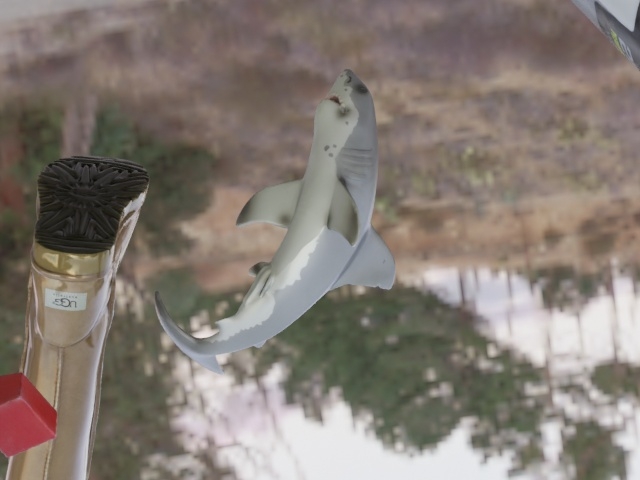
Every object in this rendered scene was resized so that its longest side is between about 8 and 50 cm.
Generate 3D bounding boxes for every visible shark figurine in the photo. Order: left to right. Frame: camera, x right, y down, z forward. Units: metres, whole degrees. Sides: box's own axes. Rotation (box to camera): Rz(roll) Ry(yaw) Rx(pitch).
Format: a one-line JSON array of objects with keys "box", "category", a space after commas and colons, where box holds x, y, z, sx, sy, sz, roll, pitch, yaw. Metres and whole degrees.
[{"box": [-0.007, 0.028, 1.322, 0.116, 0.278, 0.166, 22, -158, -34], "category": "shark figurine"}]

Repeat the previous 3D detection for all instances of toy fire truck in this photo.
[{"box": [-0.267, 0.172, 1.125, 0.192, 0.047, 0.135, -21, -139, 15], "category": "toy fire truck"}]

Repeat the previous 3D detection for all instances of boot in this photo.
[{"box": [-0.213, 0.086, 1.448, 0.089, 0.269, 0.236, 11, -156, 2], "category": "boot"}]

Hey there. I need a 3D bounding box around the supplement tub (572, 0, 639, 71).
[{"box": [0.296, -0.125, 0.980, 0.207, 0.207, 0.338, -13, -130, -31], "category": "supplement tub"}]
